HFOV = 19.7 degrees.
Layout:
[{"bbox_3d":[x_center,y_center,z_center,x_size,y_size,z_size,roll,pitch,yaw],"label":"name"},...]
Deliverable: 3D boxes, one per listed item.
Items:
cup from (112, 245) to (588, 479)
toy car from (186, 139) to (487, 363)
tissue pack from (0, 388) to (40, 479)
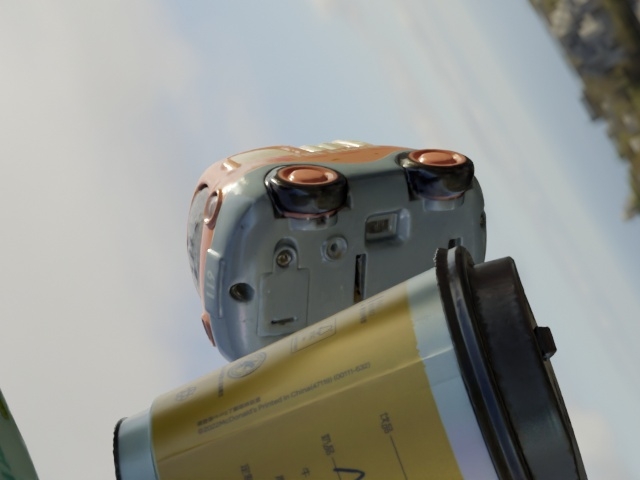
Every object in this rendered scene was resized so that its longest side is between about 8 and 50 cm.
[{"bbox_3d":[0.023,0.128,1.152,0.196,0.280,0.196,-21,-90,-82],"label":"cup"},{"bbox_3d":[0.000,0.000,1.582,0.212,0.270,0.180,31,125,53],"label":"toy car"},{"bbox_3d":[-0.304,0.204,1.046,0.287,0.162,0.388,65,-157,7],"label":"tissue pack"}]
